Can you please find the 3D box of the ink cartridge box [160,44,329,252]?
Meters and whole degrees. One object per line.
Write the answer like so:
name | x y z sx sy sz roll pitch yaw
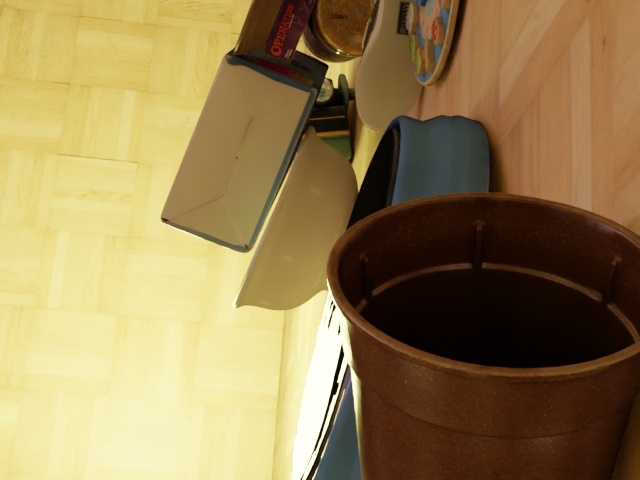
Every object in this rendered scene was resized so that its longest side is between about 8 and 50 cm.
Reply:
ink cartridge box | -0.106 -0.170 1.763 0.395 0.151 0.270 -82 16 -74

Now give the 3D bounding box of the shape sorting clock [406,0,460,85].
shape sorting clock | 0.118 -0.268 1.191 0.206 0.040 0.206 -174 90 -85

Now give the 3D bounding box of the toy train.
toy train | -0.013 -0.185 2.091 0.334 0.142 0.190 115 151 -75

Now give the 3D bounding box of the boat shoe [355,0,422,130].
boat shoe | 0.089 -0.233 1.327 0.070 0.077 0.219 149 135 -83

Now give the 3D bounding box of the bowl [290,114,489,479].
bowl | 0.052 0.071 1.008 0.391 0.077 0.391 -165 90 -86

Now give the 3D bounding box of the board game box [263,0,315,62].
board game box | -0.015 -0.412 1.662 0.347 0.056 0.208 -85 13 -64

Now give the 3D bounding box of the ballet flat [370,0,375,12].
ballet flat | 0.089 -0.364 1.415 0.067 0.073 0.206 159 120 -65

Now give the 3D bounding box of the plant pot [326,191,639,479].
plant pot | 0.087 0.086 0.574 0.167 0.167 0.165 -94 3 -61

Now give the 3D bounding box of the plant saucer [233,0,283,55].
plant saucer | -0.053 -0.376 1.514 0.278 0.041 0.278 -159 90 -82

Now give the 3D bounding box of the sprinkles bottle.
sprinkles bottle | 0.039 -0.334 1.693 0.355 0.121 0.121 -122 38 -81

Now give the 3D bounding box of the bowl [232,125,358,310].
bowl | -0.015 -0.011 1.673 0.298 0.134 0.298 -156 90 -87
